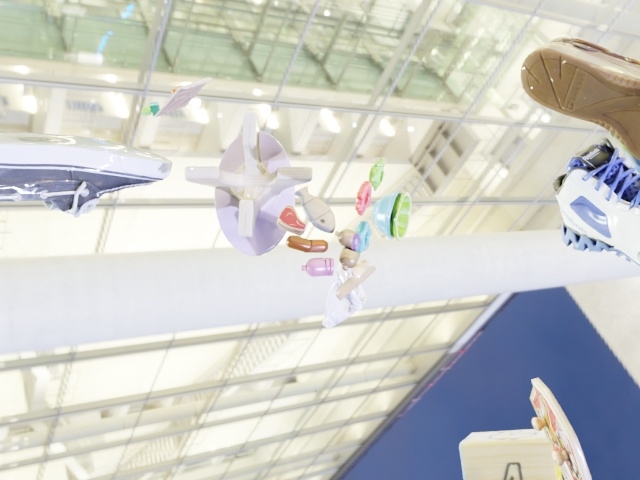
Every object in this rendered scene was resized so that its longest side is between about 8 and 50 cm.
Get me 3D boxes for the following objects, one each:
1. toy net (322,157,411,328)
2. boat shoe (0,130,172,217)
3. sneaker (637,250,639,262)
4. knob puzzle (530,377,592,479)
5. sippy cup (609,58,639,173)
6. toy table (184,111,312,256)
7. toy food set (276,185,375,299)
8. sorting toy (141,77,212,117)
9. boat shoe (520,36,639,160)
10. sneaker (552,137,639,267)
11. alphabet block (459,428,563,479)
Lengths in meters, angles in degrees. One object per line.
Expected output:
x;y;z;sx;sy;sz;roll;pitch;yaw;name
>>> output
0.061;0.009;0.833;0.045;0.232;0.122;12;-35;20;toy net
-0.353;-0.085;0.897;0.113;0.306;0.104;26;-69;42;boat shoe
0.429;0.053;0.776;0.122;0.283;0.110;30;-43;13;sneaker
0.319;0.280;0.879;0.213;0.030;0.213;-19;90;-85;knob puzzle
0.701;-0.227;1.308;0.240;0.224;0.305;-14;-110;20;sippy cup
-0.141;-0.115;1.357;0.161;0.252;0.274;85;-6;-80;toy table
0.000;0.000;0.687;0.122;0.078;0.019;46;-26;11;toy food set
-0.163;-0.159;0.729;0.062;0.083;0.012;-32;-84;34;sorting toy
0.470;-0.207;0.955;0.342;0.123;0.123;31;-38;23;boat shoe
0.484;-0.064;1.041;0.182;0.127;0.316;56;-18;-22;sneaker
0.434;0.531;1.460;0.197;0.192;0.193;-10;-100;19;alphabet block
